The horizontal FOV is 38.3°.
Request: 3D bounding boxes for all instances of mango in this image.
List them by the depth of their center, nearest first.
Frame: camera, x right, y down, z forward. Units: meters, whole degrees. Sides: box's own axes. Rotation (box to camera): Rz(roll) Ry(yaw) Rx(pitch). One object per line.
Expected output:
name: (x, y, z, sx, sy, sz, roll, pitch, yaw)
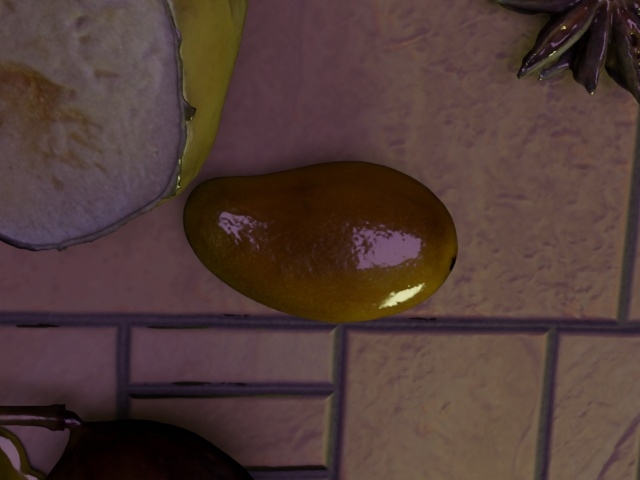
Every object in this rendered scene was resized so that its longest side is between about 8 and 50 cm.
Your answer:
mango: (0.000, 0.000, 0.760, 0.227, 0.099, 0.136, 6, 102, -3)

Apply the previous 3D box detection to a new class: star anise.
star anise: (0.240, -0.212, 0.787, 0.195, 0.065, 0.183, 13, 92, -8)

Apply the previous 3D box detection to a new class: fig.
fig: (-0.155, 0.212, 0.741, 0.203, 0.186, 0.250, -33, 70, 10)

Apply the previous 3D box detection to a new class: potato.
potato: (-0.163, -0.153, 0.668, 0.246, 0.196, 0.300, 26, 125, 7)

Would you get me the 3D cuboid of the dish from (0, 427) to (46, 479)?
dish: (-0.333, 0.214, 0.743, 0.207, 0.080, 0.149, -3, 100, -8)
